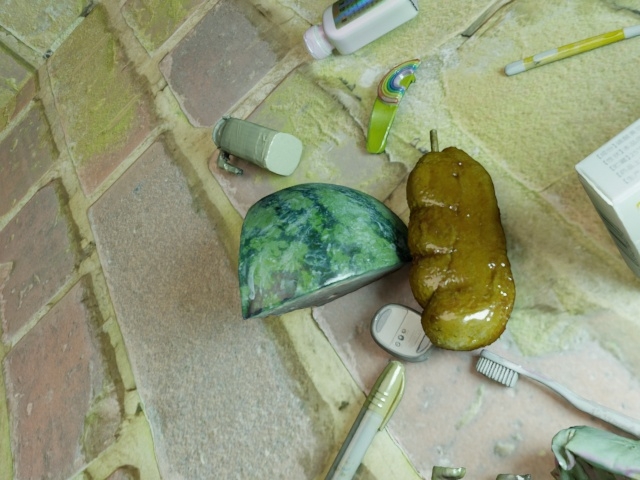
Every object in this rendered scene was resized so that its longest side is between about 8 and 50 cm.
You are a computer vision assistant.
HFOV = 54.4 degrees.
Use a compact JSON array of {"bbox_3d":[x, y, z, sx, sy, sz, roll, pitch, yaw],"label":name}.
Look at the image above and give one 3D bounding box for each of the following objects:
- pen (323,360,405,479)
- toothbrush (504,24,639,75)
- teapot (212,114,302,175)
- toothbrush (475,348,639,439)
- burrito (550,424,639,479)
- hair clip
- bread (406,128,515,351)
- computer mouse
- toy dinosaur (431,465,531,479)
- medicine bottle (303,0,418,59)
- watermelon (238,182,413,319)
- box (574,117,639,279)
[{"bbox_3d":[0.048,0.257,0.774,0.040,0.032,0.233,25,81,22],"label":"pen"},{"bbox_3d":[0.391,-0.276,0.850,0.288,0.024,0.021,-10,58,35],"label":"toothbrush"},{"bbox_3d":[-0.130,-0.167,1.171,0.200,0.077,0.107,27,101,46],"label":"teapot"},{"bbox_3d":[0.288,0.180,0.631,0.307,0.025,0.029,21,85,45],"label":"toothbrush"},{"bbox_3d":[0.341,0.225,0.513,0.309,0.096,0.066,8,50,45],"label":"burrito"},{"bbox_3d":[0.113,-0.228,1.039,0.060,0.033,0.188,4,65,42],"label":"hair clip"},{"bbox_3d":[0.171,-0.014,0.813,0.124,0.084,0.344,-3,55,4],"label":"bread"},{"bbox_3d":[0.109,0.121,0.807,0.096,0.039,0.066,26,81,32],"label":"computer mouse"},{"bbox_3d":[0.145,0.331,0.619,0.251,0.072,0.199,-9,67,24],"label":"toy dinosaur"},{"bbox_3d":[0.072,-0.416,1.164,0.219,0.078,0.115,-24,52,26],"label":"medicine bottle"},{"bbox_3d":[0.000,0.000,0.901,0.176,0.256,0.260,112,153,-56],"label":"watermelon"},{"bbox_3d":[0.428,-0.104,0.580,0.343,0.200,0.065,-38,42,13],"label":"box"}]
